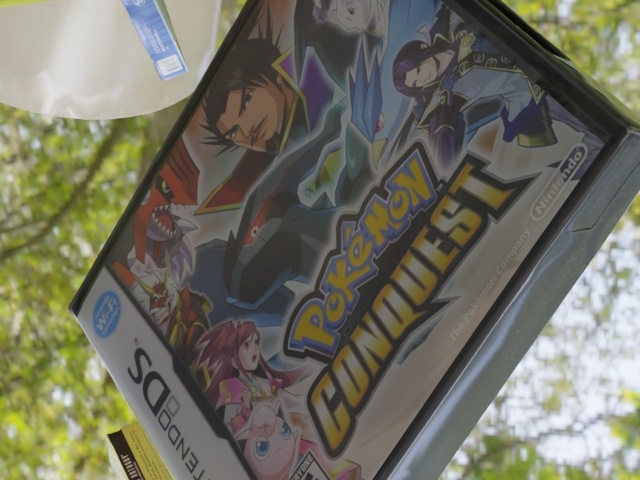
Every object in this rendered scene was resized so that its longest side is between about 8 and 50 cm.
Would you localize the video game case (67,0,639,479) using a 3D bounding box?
[{"bbox_3d":[0.000,0.000,0.727,0.035,0.275,0.248,16,-155,-41],"label":"video game case"}]

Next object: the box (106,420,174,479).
[{"bbox_3d":[-0.055,0.159,1.303,0.232,0.058,0.087,-24,-116,-16],"label":"box"}]

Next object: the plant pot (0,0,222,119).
[{"bbox_3d":[-0.172,-0.276,1.157,0.256,0.274,0.256,11,-139,-10],"label":"plant pot"}]

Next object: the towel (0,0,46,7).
[{"bbox_3d":[-0.101,-0.118,0.460,0.021,0.102,0.237,-13,-174,27],"label":"towel"}]

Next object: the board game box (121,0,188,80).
[{"bbox_3d":[-0.107,-0.153,0.905,0.020,0.090,0.090,-20,-121,1],"label":"board game box"}]
